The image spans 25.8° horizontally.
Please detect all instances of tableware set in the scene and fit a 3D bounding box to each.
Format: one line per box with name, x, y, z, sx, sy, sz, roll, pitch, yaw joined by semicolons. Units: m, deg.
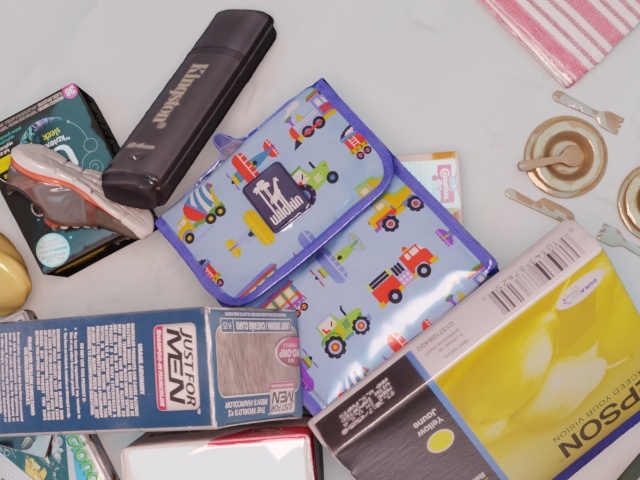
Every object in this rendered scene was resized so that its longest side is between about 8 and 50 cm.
tableware set;0.304;-0.065;1.450;0.194;0.039;0.128;26;88;4

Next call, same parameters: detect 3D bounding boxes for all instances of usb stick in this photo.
usb stick;-0.127;-0.138;1.398;0.077;0.045;0.278;12;50;22

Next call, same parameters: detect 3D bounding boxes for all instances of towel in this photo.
towel;0.280;-0.274;1.472;0.197;0.029;0.144;-44;86;-3

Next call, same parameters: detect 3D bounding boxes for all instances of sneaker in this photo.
sneaker;-0.237;-0.035;1.368;0.158;0.061;0.065;30;114;5

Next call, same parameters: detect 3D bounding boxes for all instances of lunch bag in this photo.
lunch bag;0.000;0.000;1.362;0.221;0.138;0.293;-43;76;3

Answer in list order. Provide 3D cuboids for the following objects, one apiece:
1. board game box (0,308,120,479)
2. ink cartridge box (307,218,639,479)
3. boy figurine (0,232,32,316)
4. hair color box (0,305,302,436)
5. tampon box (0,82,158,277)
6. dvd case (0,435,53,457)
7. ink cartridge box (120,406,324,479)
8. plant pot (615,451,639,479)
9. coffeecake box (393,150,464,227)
board game box;-0.318;0.250;1.447;0.193;0.053;0.305;-27;86;-1
ink cartridge box;0.186;0.175;1.330;0.304;0.072;0.307;-39;128;-1
boy figurine;-0.417;-0.017;1.443;0.285;0.092;0.177;25;56;3
hair color box;-0.208;0.121;1.269;0.347;0.174;0.105;-5;85;24
tampon box;-0.258;-0.059;1.441;0.120;0.101;0.161;-29;86;1
dvd case;-0.302;0.152;1.421;0.087;0.013;0.119;17;85;2
ink cartridge box;-0.086;0.225;1.350;0.172;0.237;0.100;-5;89;2
plant pot;0.337;0.331;1.317;0.248;0.252;0.247;41;89;4
coffeecake box;0.054;-0.013;1.442;0.186;0.068;0.142;-4;88;2
